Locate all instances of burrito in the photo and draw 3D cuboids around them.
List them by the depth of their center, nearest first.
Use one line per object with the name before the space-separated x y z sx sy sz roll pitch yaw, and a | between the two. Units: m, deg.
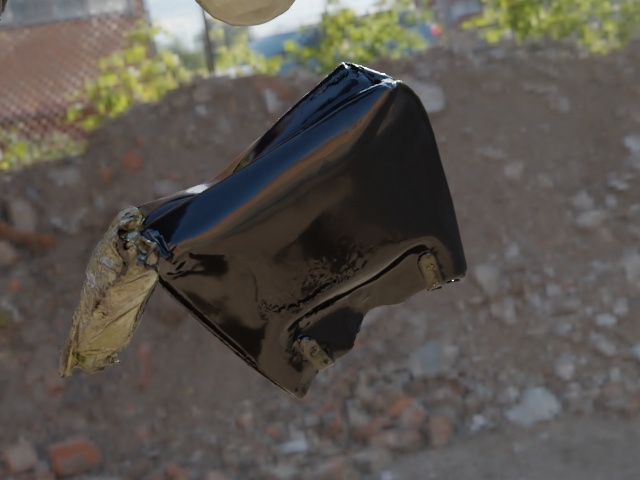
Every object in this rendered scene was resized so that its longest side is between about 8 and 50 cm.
burrito | -0.192 0.051 1.326 0.063 0.229 0.058 31 43 4

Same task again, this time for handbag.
handbag | 0.000 0.000 1.560 0.342 0.288 0.152 -35 30 -6

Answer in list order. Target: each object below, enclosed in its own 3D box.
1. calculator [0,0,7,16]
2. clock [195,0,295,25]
calculator | -0.575 -0.345 2.131 0.274 0.028 0.165 -29 -25 -33
clock | -0.129 -0.454 1.730 0.342 0.325 0.184 31 3 9
